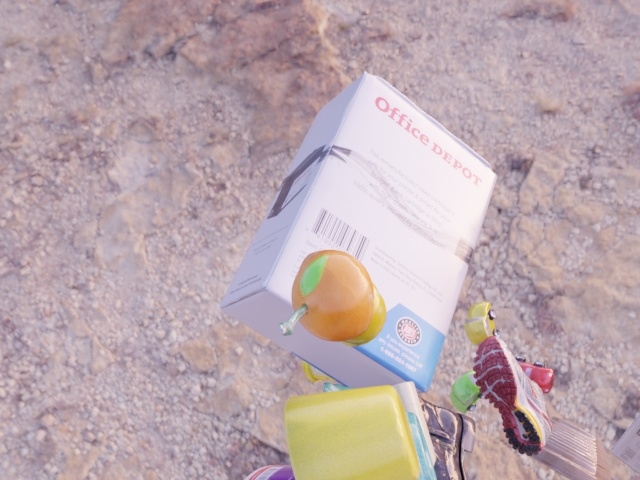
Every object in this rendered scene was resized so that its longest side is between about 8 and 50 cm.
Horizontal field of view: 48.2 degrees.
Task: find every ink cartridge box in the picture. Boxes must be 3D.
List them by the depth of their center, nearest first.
[{"bbox_3d":[0.056,-0.004,0.847,0.129,0.223,0.307,-26,35,56],"label":"ink cartridge box"}]

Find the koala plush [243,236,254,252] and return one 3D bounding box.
[{"bbox_3d":[0.000,0.000,1.078,0.203,0.196,0.221,30,77,41],"label":"koala plush"}]

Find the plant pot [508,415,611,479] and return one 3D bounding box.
[{"bbox_3d":[0.548,0.467,1.589,0.237,0.237,0.110,25,81,30],"label":"plant pot"}]

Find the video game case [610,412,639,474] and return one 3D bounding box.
[{"bbox_3d":[0.491,0.312,0.953,0.183,0.201,0.023,38,72,26],"label":"video game case"}]

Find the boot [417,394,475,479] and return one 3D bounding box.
[{"bbox_3d":[0.144,0.356,1.213,0.229,0.091,0.263,29,49,-15],"label":"boot"}]

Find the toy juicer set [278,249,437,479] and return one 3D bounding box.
[{"bbox_3d":[0.030,0.140,0.536,0.089,0.329,0.209,-18,50,6],"label":"toy juicer set"}]

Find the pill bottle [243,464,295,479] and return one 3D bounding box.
[{"bbox_3d":[0.005,0.458,1.159,0.323,0.181,0.182,-19,35,47],"label":"pill bottle"}]

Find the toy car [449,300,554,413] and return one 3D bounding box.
[{"bbox_3d":[0.334,0.273,1.472,0.053,0.225,0.239,5,37,-43],"label":"toy car"}]

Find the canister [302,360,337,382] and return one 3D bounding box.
[{"bbox_3d":[0.053,0.297,1.751,0.126,0.073,0.170,-33,16,-35],"label":"canister"}]

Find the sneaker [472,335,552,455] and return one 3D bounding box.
[{"bbox_3d":[0.363,0.285,1.349,0.088,0.225,0.092,-25,-3,43],"label":"sneaker"}]
